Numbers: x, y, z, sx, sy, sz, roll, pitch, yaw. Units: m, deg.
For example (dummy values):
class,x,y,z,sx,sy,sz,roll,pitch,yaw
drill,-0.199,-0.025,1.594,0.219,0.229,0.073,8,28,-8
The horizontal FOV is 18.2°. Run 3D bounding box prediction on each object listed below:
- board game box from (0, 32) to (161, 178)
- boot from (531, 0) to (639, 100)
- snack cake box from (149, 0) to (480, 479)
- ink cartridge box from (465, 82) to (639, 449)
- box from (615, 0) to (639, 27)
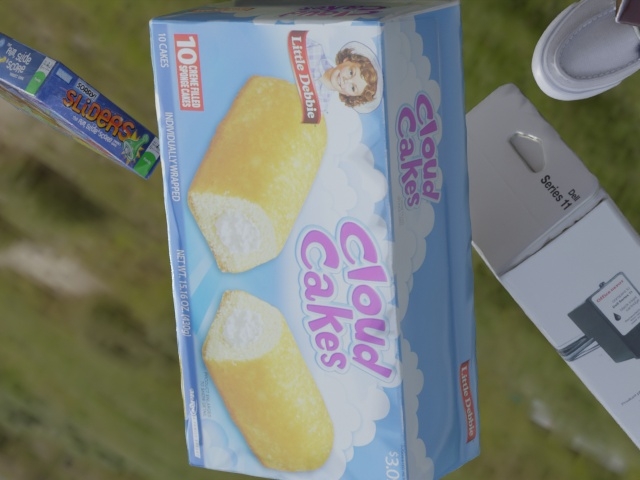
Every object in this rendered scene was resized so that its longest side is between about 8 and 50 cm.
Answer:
class,x,y,z,sx,sy,sz,roll,pitch,yaw
board game box,-0.228,-0.123,1.608,0.201,0.035,0.136,28,173,45
boot,0.328,-0.226,1.932,0.095,0.258,0.123,58,166,-3
snack cake box,0.000,0.000,1.119,0.152,0.089,0.264,5,106,34
ink cartridge box,0.166,0.018,1.287,0.208,0.087,0.153,48,-174,-37
box,0.383,-0.275,1.770,0.203,0.168,0.167,15,128,0
